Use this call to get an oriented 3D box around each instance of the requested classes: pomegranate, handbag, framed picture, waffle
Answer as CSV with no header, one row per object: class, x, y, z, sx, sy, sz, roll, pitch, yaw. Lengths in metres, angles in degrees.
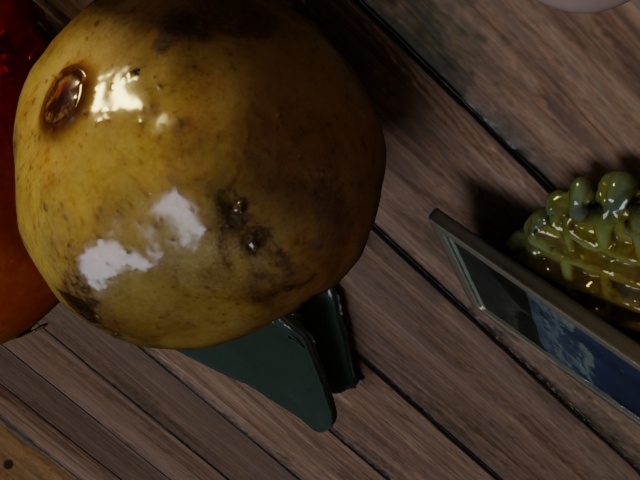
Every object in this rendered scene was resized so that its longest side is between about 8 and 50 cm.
pomegranate,-0.093,-0.060,1.060,0.281,0.281,0.281,28,156,14
handbag,-0.088,0.079,1.537,0.260,0.079,0.247,25,154,23
framed picture,0.204,0.079,1.127,0.260,0.023,0.189,37,171,27
waffle,0.249,0.032,1.033,0.214,0.054,0.208,38,158,-10

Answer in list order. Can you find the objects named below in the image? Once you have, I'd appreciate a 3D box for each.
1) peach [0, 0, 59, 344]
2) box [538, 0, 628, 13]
peach,-0.353,-0.080,1.297,0.370,0.370,0.370,28,156,14
box,0.131,-0.196,0.718,0.146,0.088,0.200,32,155,3
